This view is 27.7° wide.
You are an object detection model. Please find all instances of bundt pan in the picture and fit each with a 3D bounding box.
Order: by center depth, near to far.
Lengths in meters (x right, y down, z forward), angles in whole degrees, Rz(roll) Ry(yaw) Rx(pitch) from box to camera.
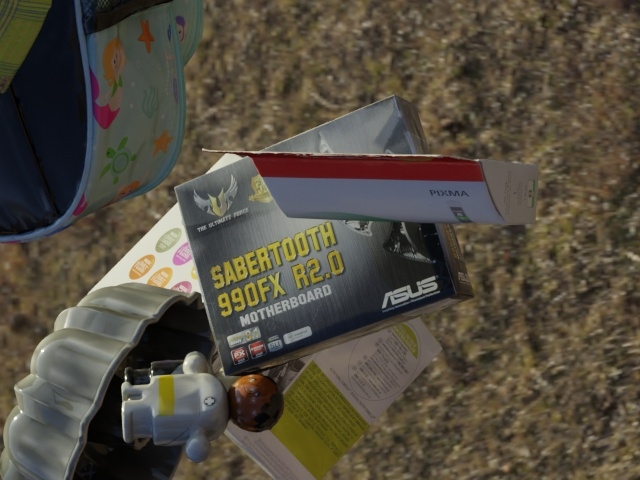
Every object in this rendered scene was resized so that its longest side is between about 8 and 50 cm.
[{"bbox_3d":[-0.251,0.194,1.491,0.124,0.331,0.330,20,106,16],"label":"bundt pan"}]

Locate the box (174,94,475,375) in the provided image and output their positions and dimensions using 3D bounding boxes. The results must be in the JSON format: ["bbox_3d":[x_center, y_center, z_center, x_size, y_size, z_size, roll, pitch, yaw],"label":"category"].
[{"bbox_3d":[0.000,0.000,1.142,0.231,0.056,0.183,-20,78,21],"label":"box"}]

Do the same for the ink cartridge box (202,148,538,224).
[{"bbox_3d":[0.044,-0.037,0.952,0.181,0.225,0.056,2,94,25],"label":"ink cartridge box"}]

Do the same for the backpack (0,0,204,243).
[{"bbox_3d":[-0.181,-0.131,0.747,0.225,0.191,0.253,2,106,30],"label":"backpack"}]

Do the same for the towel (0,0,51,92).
[{"bbox_3d":[-0.135,-0.072,0.420,0.060,0.083,0.009,-43,48,49],"label":"towel"}]

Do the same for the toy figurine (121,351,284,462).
[{"bbox_3d":[-0.096,0.202,1.138,0.213,0.148,0.209,156,112,-82],"label":"toy figurine"}]

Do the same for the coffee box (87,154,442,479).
[{"bbox_3d":[-0.085,0.122,2.003,0.334,0.338,0.338,-46,35,-10],"label":"coffee box"}]
